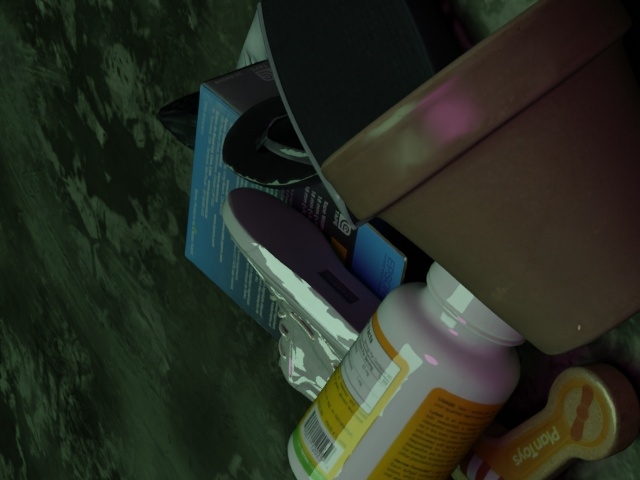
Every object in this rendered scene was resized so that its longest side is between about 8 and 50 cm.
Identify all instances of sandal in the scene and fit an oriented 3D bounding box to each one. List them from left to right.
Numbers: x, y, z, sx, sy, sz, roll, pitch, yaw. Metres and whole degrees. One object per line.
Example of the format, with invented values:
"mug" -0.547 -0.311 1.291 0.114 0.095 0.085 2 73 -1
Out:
"sandal" 0.016 -0.102 1.486 0.255 0.054 0.097 0 73 28

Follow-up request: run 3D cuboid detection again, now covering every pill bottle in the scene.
"pill bottle" 0.087 0.124 1.347 0.136 0.136 0.245 51 119 36

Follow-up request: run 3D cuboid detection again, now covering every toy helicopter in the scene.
"toy helicopter" 0.177 0.228 1.421 0.355 0.140 0.235 -48 58 48

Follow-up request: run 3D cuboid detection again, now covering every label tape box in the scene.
"label tape box" 0.000 0.000 1.632 0.334 0.106 0.240 41 139 33

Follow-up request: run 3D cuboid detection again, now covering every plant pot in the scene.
"plant pot" 0.171 -0.045 1.203 0.229 0.263 0.263 53 151 -1

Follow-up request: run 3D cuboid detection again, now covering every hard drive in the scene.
"hard drive" 0.037 -0.157 1.429 0.172 0.054 0.254 -33 61 21

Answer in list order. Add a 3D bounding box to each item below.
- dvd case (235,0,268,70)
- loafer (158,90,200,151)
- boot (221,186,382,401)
"dvd case" -0.035 -0.180 1.703 0.164 0.018 0.221 60 149 25
"loafer" -0.134 -0.130 1.844 0.223 0.076 0.078 23 138 65
"boot" -0.023 0.071 1.509 0.258 0.095 0.123 47 127 26
